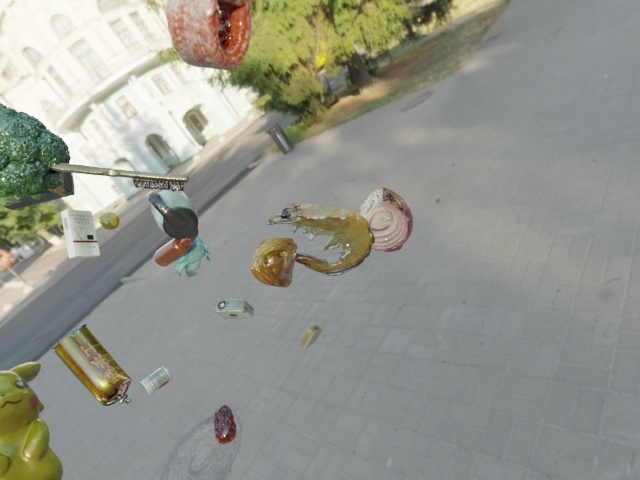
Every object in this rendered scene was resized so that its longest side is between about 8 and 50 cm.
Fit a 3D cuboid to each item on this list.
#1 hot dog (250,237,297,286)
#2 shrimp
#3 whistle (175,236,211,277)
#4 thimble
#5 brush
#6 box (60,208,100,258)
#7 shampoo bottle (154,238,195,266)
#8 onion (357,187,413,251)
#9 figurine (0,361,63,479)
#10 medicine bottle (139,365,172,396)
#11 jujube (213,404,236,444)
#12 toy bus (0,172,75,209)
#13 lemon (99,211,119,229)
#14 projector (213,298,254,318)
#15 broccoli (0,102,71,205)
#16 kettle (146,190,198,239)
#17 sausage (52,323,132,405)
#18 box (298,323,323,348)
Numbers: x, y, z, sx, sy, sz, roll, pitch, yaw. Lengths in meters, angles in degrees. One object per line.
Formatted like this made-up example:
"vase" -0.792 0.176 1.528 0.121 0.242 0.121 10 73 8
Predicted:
"hot dog" -0.143 0.074 1.375 0.114 0.175 0.259 8 0 10
"shrimp" 0.000 0.000 0.929 0.254 0.173 0.058 2 18 -6
"whistle" -0.601 0.071 1.896 0.093 0.273 0.186 38 45 23
"thimble" -0.307 -0.618 1.153 0.162 0.239 0.239 18 44 15
"brush" -0.393 -0.125 0.805 0.248 0.036 0.043 4 5 -12
"box" -0.766 -0.020 1.287 0.040 0.154 0.084 -19 -9 22
"shampoo bottle" -0.609 0.033 1.707 0.244 0.085 0.085 -29 22 33
"onion" 0.256 -0.080 1.554 0.216 0.206 0.207 -46 14 31
"figurine" -0.626 0.380 0.794 0.169 0.326 0.218 -26 -12 26
"medicine bottle" -0.558 0.477 1.368 0.058 0.058 0.091 -11 16 45
"jujube" -0.337 0.649 1.428 0.077 0.077 0.129 -28 55 16
"toy bus" -1.126 -0.225 1.574 0.276 0.138 0.167 -15 -15 -4
"lemon" -0.767 -0.072 1.464 0.092 0.065 0.065 24 57 33
"projector" -0.387 0.308 1.803 0.147 0.115 0.061 -4 58 15
"broccoli" -0.732 -0.192 0.947 0.270 0.270 0.270 -45 10 43
"kettle" -0.597 -0.117 1.607 0.161 0.221 0.236 -45 36 -4
"sausage" -0.752 0.437 1.354 0.125 0.317 0.117 -37 -14 -43
"box" -0.036 0.372 1.576 0.083 0.035 0.079 -59 -21 15
